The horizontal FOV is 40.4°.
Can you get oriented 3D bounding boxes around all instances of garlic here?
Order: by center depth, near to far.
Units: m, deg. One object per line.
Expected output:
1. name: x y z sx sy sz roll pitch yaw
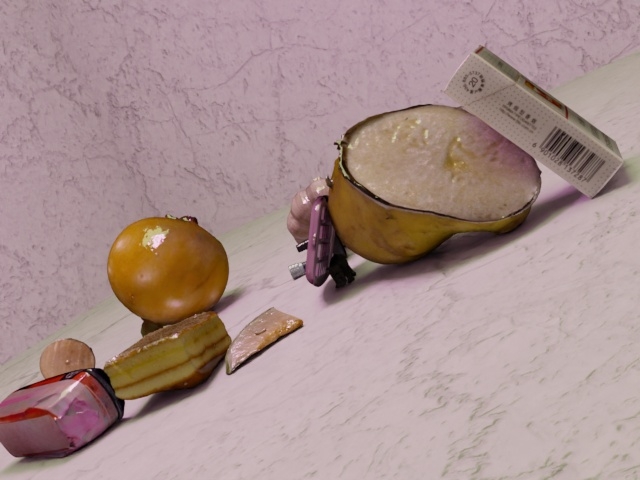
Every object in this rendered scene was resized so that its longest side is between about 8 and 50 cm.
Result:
1. garlic: 0.006 -0.089 2.317 0.219 0.218 0.212 -27 42 4

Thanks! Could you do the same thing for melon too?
1. melon: -0.126 0.197 1.671 0.182 0.054 0.098 -32 25 -30

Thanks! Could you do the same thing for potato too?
1. potato: 0.207 -0.074 1.718 0.397 0.296 0.289 7 53 5

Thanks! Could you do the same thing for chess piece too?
1. chess piece: -0.665 0.336 2.306 0.137 0.137 0.301 -30 -4 -18

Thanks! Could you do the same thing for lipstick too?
1. lipstick: -0.024 0.059 2.209 0.116 0.037 0.037 -24 8 -2

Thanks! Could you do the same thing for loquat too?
1. loquat: -0.418 0.099 2.355 0.328 0.329 0.359 -165 94 -78

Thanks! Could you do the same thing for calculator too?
1. calculator: -0.001 -0.001 1.846 0.043 0.194 0.294 7 2 7

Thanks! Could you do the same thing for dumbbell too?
1. dumbbell: 0.087 -0.050 2.144 0.326 0.143 0.143 -27 8 3

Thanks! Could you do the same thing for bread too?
1. bread: -0.288 0.228 1.703 0.184 0.110 0.234 -21 4 14

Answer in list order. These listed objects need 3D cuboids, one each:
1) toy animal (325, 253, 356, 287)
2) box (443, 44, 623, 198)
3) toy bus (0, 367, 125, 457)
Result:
1. toy animal: 0.040 0.066 1.844 0.047 0.065 0.135 -26 9 12
2. box: 0.394 -0.228 1.616 0.095 0.330 0.210 -56 -3 21
3. toy bus: -0.518 0.341 1.703 0.303 0.127 0.147 -17 18 44
